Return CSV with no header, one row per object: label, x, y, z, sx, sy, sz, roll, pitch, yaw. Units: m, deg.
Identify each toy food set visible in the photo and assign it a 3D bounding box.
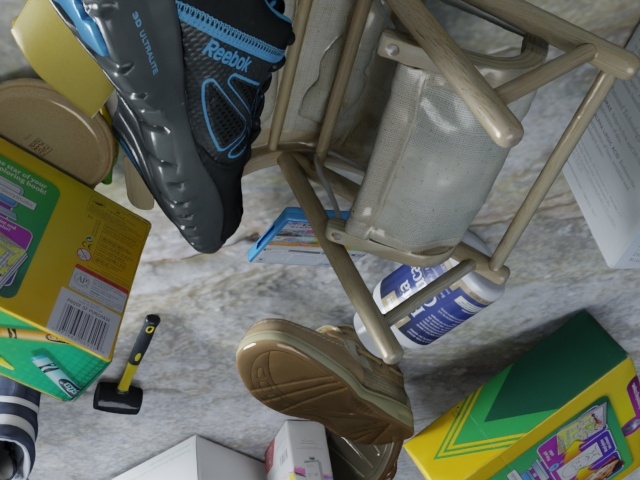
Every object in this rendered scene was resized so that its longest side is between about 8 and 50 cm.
toy food set,-0.242,-0.090,0.693,0.191,0.039,0.132,6,133,-3

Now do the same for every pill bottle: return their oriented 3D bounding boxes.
pill bottle,0.121,0.068,0.908,0.094,0.094,0.169,26,128,-36

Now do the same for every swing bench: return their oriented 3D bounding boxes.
swing bench,0.056,-0.092,0.623,0.165,0.254,0.253,-29,153,-34

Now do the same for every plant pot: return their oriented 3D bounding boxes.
plant pot,-0.180,-0.161,0.587,0.083,0.081,0.081,32,125,-26

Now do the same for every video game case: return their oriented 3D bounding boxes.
video game case,0.000,0.000,0.810,0.119,0.015,0.166,4,164,-17

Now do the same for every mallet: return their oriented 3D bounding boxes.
mallet,-0.245,0.156,0.983,0.062,0.039,0.190,7,132,-17

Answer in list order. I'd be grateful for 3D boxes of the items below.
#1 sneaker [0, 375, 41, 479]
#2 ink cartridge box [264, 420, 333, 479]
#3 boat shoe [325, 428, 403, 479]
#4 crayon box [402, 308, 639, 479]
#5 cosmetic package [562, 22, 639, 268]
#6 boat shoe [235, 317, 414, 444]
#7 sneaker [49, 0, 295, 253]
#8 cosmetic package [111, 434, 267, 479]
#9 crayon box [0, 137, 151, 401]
sneaker,-0.418,0.250,0.956,0.099,0.153,0.282,19,132,-30
ink cartridge box,-0.028,0.385,1.168,0.067,0.198,0.115,8,137,-21
boat shoe,0.066,0.344,1.231,0.104,0.111,0.307,-15,143,-42
crayon box,0.327,0.308,1.164,0.313,0.106,0.363,-36,137,1
cosmetic package,0.398,-0.147,0.674,0.217,0.156,0.385,2,137,-16
boat shoe,0.010,0.163,0.988,0.121,0.110,0.341,-16,145,25
sneaker,-0.073,-0.101,0.535,0.139,0.125,0.341,-34,161,-15
cosmetic package,-0.144,0.469,1.277,0.196,0.155,0.365,-30,136,21
crayon box,-0.288,-0.005,0.634,0.278,0.165,0.081,32,127,-24
